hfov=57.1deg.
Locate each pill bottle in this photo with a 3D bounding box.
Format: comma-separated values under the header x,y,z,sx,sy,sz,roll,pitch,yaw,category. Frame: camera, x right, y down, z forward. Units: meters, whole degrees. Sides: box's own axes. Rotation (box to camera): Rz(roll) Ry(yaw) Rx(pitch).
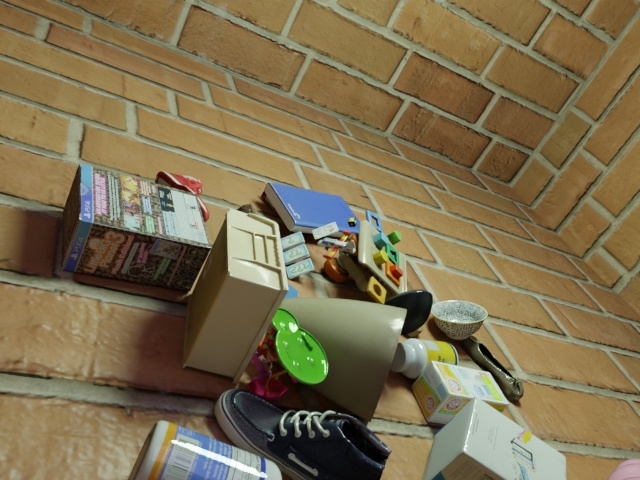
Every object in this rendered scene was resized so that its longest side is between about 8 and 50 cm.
x,y,z,sx,sy,sz,roll,pitch,yaw,category
0.265,0.310,1.539,0.184,0.103,0.103,11,32,-34,pill bottle
-0.152,0.392,0.896,0.272,0.152,0.152,26,26,-12,pill bottle

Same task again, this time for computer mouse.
x,y,z,sx,sy,sz,roll,pitch,yaw,category
0.179,0.213,1.465,0.188,0.272,0.072,13,50,-35,computer mouse

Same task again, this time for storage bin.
x,y,z,sx,sy,sz,roll,pitch,yaw,category
-0.186,0.108,1.244,0.123,0.262,0.260,18,28,-19,storage bin

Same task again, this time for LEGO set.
x,y,z,sx,sy,sz,roll,pitch,yaw,category
0.000,0.000,1.702,0.244,0.060,0.182,-20,38,-1,LEGO set

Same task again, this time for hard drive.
x,y,z,sx,sy,sz,roll,pitch,yaw,category
-0.011,-0.095,1.946,0.318,0.040,0.210,7,37,-41,hard drive

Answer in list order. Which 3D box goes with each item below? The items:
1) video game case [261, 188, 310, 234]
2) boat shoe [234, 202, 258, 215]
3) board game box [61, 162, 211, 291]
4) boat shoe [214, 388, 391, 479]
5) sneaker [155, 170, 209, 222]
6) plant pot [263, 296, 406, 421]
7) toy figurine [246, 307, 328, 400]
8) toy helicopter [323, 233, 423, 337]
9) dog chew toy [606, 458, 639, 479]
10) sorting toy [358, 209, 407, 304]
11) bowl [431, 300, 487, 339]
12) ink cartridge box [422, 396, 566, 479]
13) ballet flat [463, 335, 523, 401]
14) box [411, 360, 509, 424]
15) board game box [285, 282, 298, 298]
x,y,z,sx,sy,sz,roll,pitch,yaw,category
-0.057,-0.101,2.003,0.232,0.042,0.210,-5,44,-50,video game case
-0.202,-0.032,1.709,0.073,0.073,0.207,-19,39,-9,boat shoe
-0.429,-0.027,1.364,0.291,0.141,0.232,15,30,-30,board game box
-0.028,0.353,1.089,0.340,0.158,0.127,34,26,6,boat shoe
-0.362,-0.132,1.689,0.221,0.087,0.128,44,30,23,sneaker
0.022,0.230,1.305,0.274,0.256,0.256,18,25,7,plant pot
-0.095,0.250,1.193,0.130,0.159,0.173,-3,56,-53,toy figurine
0.189,0.142,1.780,0.355,0.140,0.235,52,23,18,toy helicopter
0.777,0.635,1.407,0.206,0.207,0.332,38,19,15,dog chew toy
0.191,0.047,1.707,0.196,0.047,0.348,38,36,-27,sorting toy
0.424,0.253,1.809,0.170,0.080,0.170,-1,18,0,bowl
0.363,0.487,1.227,0.232,0.171,0.168,34,34,4,ink cartridge box
0.518,0.368,1.756,0.084,0.058,0.250,9,33,-38,ballet flat
0.350,0.392,1.483,0.203,0.103,0.114,17,29,-27,box
-0.127,0.146,1.504,0.133,0.033,0.169,21,22,-7,board game box
